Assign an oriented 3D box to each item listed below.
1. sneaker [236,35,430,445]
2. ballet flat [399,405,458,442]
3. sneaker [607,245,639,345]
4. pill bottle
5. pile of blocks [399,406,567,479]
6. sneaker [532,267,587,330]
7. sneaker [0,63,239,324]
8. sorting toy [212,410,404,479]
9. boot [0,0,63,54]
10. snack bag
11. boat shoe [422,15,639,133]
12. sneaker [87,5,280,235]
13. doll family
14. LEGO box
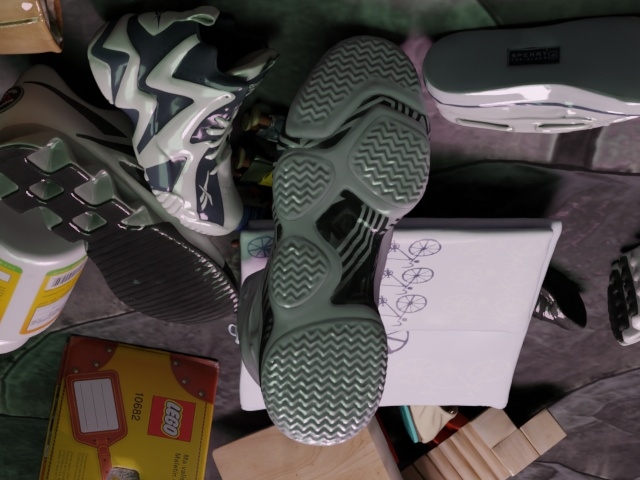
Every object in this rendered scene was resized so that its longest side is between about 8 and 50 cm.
[{"bbox_3d":[0.000,0.000,1.551,0.137,0.366,0.210,9,176,-12],"label":"sneaker"},{"bbox_3d":[0.115,0.152,1.963,0.086,0.086,0.248,-4,148,13],"label":"ballet flat"},{"bbox_3d":[0.385,0.017,1.692,0.118,0.110,0.292,2,156,-10],"label":"sneaker"},{"bbox_3d":[-0.319,0.021,1.747,0.136,0.136,0.245,15,146,-15],"label":"pill bottle"},{"bbox_3d":[0.167,0.278,2.138,0.112,0.149,0.362,53,128,6],"label":"pile of blocks"},{"bbox_3d":[0.206,0.055,1.814,0.089,0.051,0.170,-23,133,37],"label":"sneaker"},{"bbox_3d":[-0.181,-0.046,1.612,0.122,0.146,0.330,-19,135,26],"label":"sneaker"},{"bbox_3d":[0.025,0.332,2.109,0.257,0.255,0.089,-26,177,38],"label":"sorting toy"},{"bbox_3d":[-0.362,-0.212,1.362,0.269,0.089,0.236,-3,167,2],"label":"boot"},{"bbox_3d":[0.066,0.089,1.767,0.323,0.037,0.342,-1,142,-7],"label":"snack bag"},{"bbox_3d":[0.222,-0.140,1.485,0.258,0.095,0.084,6,153,19],"label":"boat shoe"},{"bbox_3d":[-0.090,-0.113,1.520,0.153,0.094,0.235,-15,115,24],"label":"sneaker"},{"bbox_3d":[-0.048,-0.056,1.659,0.111,0.076,0.193,15,151,-23],"label":"doll family"},{"bbox_3d":[-0.272,0.429,2.043,0.193,0.500,0.372,11,147,-8],"label":"LEGO box"}]
